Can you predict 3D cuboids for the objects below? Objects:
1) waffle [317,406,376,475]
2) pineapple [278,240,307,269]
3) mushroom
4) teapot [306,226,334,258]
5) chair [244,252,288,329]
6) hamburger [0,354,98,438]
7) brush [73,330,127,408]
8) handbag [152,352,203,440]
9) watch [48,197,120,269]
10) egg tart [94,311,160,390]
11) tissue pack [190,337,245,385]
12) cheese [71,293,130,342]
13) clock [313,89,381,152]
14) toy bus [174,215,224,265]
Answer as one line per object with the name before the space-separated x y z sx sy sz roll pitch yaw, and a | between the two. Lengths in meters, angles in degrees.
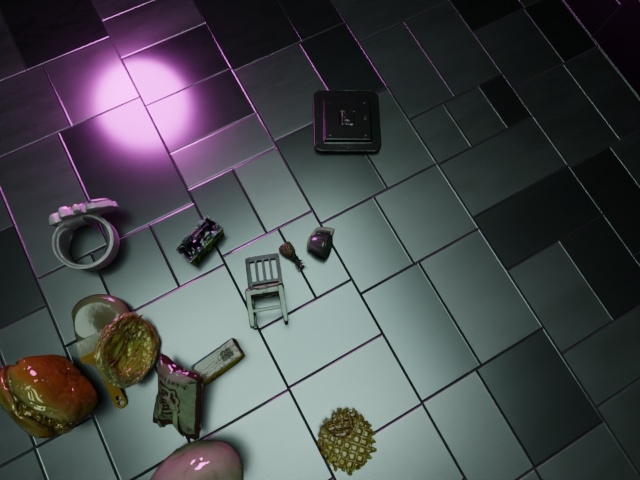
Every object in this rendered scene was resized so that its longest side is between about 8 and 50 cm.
waffle | 0.088 0.672 1.576 0.193 0.070 0.197 -43 81 -12
pineapple | -0.103 0.064 1.743 0.058 0.058 0.124 -34 85 -11
mushroom | -0.357 0.800 1.442 0.314 0.314 0.337 -21 103 -8
teapot | -0.001 0.008 1.755 0.090 0.124 0.092 12 116 16
chair | -0.195 0.171 1.659 0.136 0.147 0.271 -8 77 -4
hamburger | -0.861 0.472 1.470 0.318 0.319 0.158 42 82 8
brush | -0.727 0.447 1.586 0.103 0.013 0.273 -25 96 -8
handbag | -0.464 0.510 1.522 0.212 0.127 0.235 11 98 31
watch | -0.817 -0.018 1.663 0.243 0.196 0.232 -19 83 -11
egg tart | -0.656 0.371 1.572 0.098 0.231 0.253 -15 56 33
tissue pack | -0.345 0.413 1.599 0.169 0.120 0.082 -35 81 -12
cheese | -0.762 0.272 1.632 0.202 0.091 0.176 -8 77 -5
clock | 0.108 -0.486 1.898 0.272 0.049 0.279 -1 75 -4
toy bus | -0.438 0.007 1.713 0.088 0.101 0.175 38 72 7
